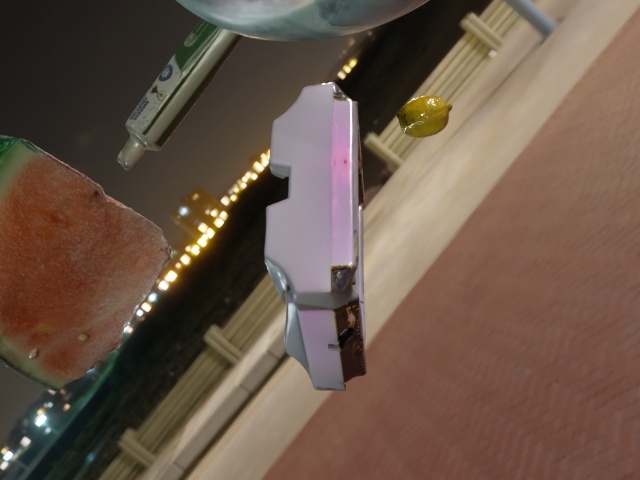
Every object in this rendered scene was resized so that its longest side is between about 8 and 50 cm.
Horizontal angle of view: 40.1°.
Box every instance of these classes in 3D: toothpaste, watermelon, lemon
[{"bbox_3d":[-0.165,-0.262,1.231,0.392,0.061,0.098,-53,44,4],"label":"toothpaste"},{"bbox_3d":[-0.346,0.048,1.058,0.319,0.292,0.222,-2,62,48],"label":"watermelon"},{"bbox_3d":[0.206,-0.242,1.711,0.110,0.082,0.082,-14,10,4],"label":"lemon"}]

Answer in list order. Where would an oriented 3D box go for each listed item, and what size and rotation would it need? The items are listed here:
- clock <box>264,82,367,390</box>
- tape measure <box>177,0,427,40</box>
[{"bbox_3d":[0.000,0.000,0.841,0.186,0.083,0.253,81,-172,-54],"label":"clock"},{"bbox_3d":[-0.021,-0.245,0.477,0.147,0.275,0.256,-34,-20,-47],"label":"tape measure"}]
